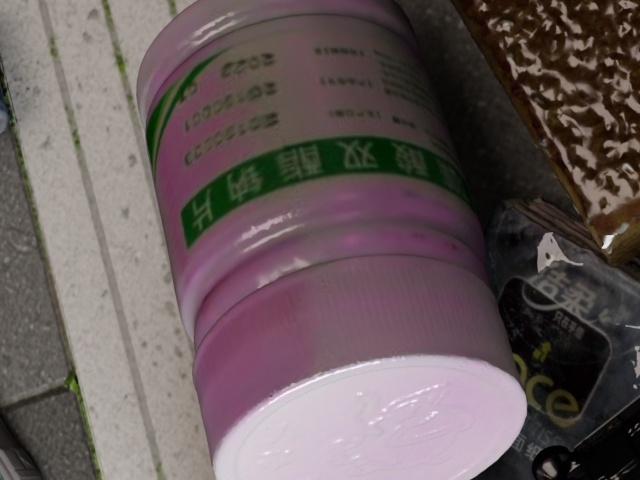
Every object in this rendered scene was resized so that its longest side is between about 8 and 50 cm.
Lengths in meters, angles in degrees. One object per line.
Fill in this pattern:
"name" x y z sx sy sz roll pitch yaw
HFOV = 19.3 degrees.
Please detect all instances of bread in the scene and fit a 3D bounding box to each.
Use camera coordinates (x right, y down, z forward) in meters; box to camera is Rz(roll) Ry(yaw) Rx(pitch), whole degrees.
"bread" 0.156 -0.198 1.256 0.165 0.113 0.416 -32 72 13

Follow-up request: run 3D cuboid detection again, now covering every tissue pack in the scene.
"tissue pack" 0.153 0.110 1.303 0.173 0.073 0.235 36 112 29

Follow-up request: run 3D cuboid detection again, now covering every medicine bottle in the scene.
"medicine bottle" 0.000 0.000 1.265 0.212 0.212 0.325 -37 49 30

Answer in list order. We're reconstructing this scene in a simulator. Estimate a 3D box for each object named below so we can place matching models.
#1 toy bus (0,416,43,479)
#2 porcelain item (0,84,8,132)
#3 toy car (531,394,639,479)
"toy bus" -0.298 0.189 1.629 0.072 0.057 0.172 -44 67 18
"porcelain item" -0.348 -0.134 1.597 0.147 0.147 0.114 -20 81 33
"toy car" 0.232 0.147 1.196 0.209 0.108 0.089 -40 27 6
